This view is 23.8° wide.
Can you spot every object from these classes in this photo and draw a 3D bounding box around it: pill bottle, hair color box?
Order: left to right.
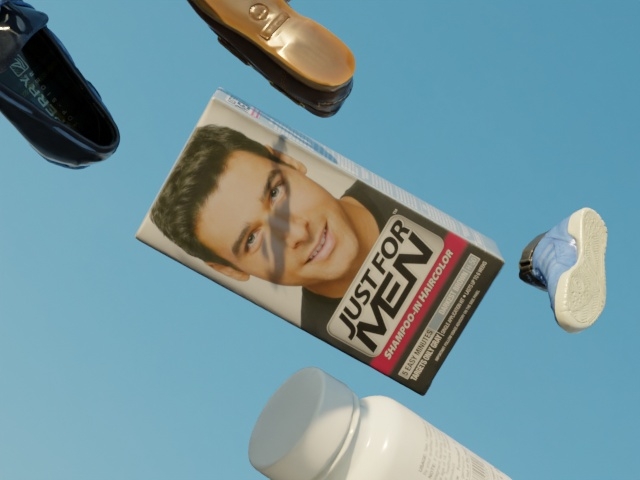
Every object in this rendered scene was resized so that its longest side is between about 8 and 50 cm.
[{"bbox_3d":[0.000,0.000,1.729,0.374,0.185,0.113,29,11,-5],"label":"hair color box"},{"bbox_3d":[0.055,0.211,1.334,0.229,0.131,0.131,35,-23,-22],"label":"pill bottle"}]

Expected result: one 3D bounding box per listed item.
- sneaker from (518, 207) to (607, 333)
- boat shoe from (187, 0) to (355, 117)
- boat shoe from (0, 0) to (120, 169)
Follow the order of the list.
[{"bbox_3d":[0.236,0.041,1.511,0.058,0.152,0.084,35,-44,-24],"label":"sneaker"},{"bbox_3d":[-0.057,-0.186,1.331,0.207,0.073,0.073,46,-21,11],"label":"boat shoe"},{"bbox_3d":[-0.251,-0.169,1.240,0.258,0.109,0.089,43,-24,-28],"label":"boat shoe"}]
